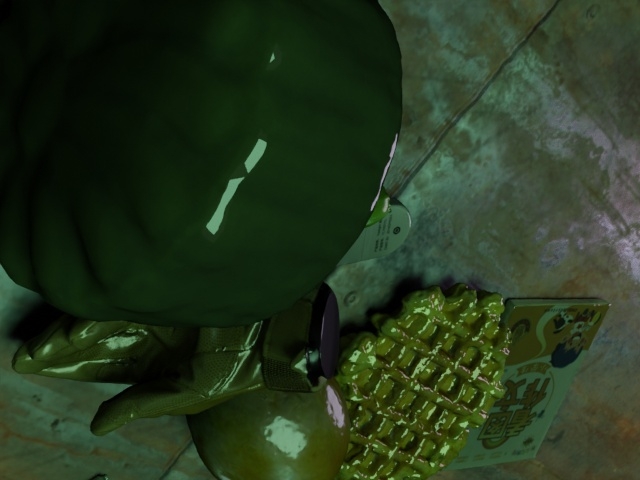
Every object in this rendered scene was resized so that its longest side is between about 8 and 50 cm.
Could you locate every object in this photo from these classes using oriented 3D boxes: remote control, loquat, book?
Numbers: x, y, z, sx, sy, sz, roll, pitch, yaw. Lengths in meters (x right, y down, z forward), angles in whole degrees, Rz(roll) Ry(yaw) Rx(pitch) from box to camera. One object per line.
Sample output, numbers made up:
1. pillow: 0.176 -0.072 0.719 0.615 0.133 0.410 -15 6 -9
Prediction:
1. remote control: 0.000 0.000 1.216 0.245 0.022 0.077 -12 128 -29
2. loquat: -0.060 0.201 1.208 0.179 0.179 0.227 -31 124 -14
3. book: 0.301 0.215 1.572 0.208 0.020 0.295 1 119 -36

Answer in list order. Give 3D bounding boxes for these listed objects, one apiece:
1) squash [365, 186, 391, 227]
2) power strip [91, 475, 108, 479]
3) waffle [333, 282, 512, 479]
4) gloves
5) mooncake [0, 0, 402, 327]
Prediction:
1. squash: -0.060 -0.030 1.111 0.292 0.082 0.082 -8 124 -29
2. power strip: -0.282 0.311 1.234 0.090 0.016 0.040 -33 132 -12
3. waffle: 0.121 0.198 1.397 0.302 0.068 0.325 -18 123 -22
4. gloves: -0.147 0.103 1.078 0.331 0.141 0.154 -4 128 8
5. mooncake: -0.122 -0.106 0.828 0.194 0.356 0.356 20 107 -49
